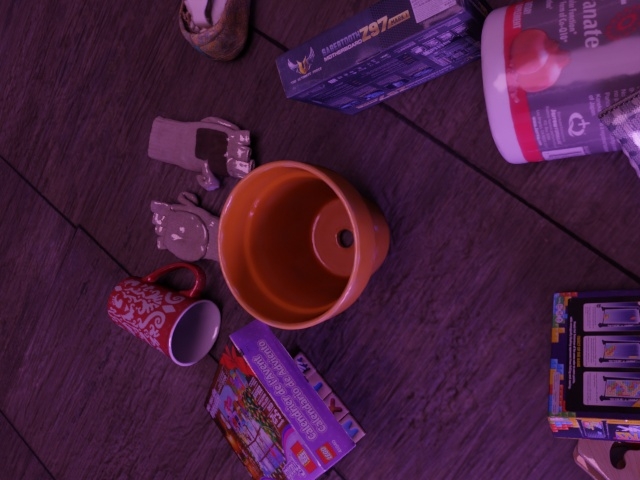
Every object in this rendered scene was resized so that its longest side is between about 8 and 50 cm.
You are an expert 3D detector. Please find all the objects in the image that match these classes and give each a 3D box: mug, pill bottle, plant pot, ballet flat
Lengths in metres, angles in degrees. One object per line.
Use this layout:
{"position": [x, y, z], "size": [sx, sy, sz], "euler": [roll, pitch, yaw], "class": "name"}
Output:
{"position": [-0.259, 0.114, 1.022], "size": [0.169, 0.113, 0.150], "euler": [17, 62, 31], "class": "mug"}
{"position": [0.340, -0.185, 0.612], "size": [0.318, 0.176, 0.176], "euler": [-5, 91, 29], "class": "pill bottle"}
{"position": [0.000, 0.000, 0.807], "size": [0.205, 0.188, 0.205], "euler": [3, 95, 30], "class": "plant pot"}
{"position": [-0.154, -0.452, 0.902], "size": [0.123, 0.123, 0.349], "euler": [9, 98, 28], "class": "ballet flat"}

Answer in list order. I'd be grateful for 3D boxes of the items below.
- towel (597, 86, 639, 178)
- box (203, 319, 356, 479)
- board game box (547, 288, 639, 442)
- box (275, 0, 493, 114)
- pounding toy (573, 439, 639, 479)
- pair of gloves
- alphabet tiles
{"position": [0.459, -0.088, 0.526], "size": [0.312, 0.056, 0.324], "euler": [-34, 118, 27], "class": "towel"}
{"position": [-0.074, 0.256, 0.849], "size": [0.201, 0.057, 0.293], "euler": [51, 148, 16], "class": "box"}
{"position": [0.327, 0.132, 0.656], "size": [0.141, 0.170, 0.048], "euler": [-4, 134, 29], "class": "board game box"}
{"position": [0.089, -0.232, 0.743], "size": [0.232, 0.183, 0.059], "euler": [-18, 84, 30], "class": "box"}
{"position": [0.352, 0.256, 0.627], "size": [0.154, 0.155, 0.270], "euler": [-2, 63, 18], "class": "pounding toy"}
{"position": [-0.196, -0.083, 0.995], "size": [0.204, 0.042, 0.240], "euler": [8, 99, 25], "class": "pair of gloves"}
{"position": [-0.066, 0.268, 0.967], "size": [0.237, 0.009, 0.198], "euler": [49, 114, 16], "class": "alphabet tiles"}
